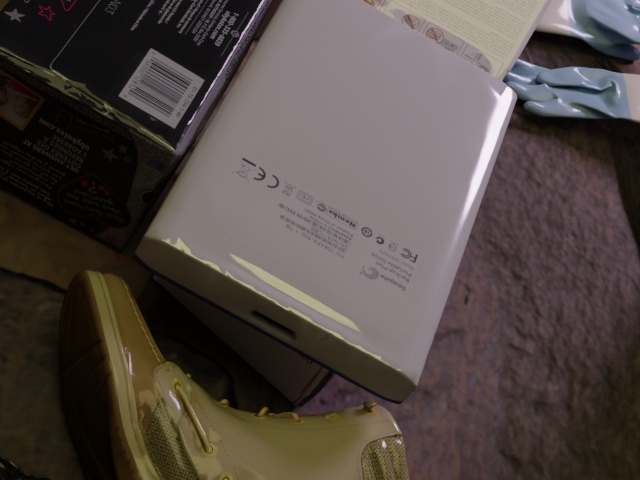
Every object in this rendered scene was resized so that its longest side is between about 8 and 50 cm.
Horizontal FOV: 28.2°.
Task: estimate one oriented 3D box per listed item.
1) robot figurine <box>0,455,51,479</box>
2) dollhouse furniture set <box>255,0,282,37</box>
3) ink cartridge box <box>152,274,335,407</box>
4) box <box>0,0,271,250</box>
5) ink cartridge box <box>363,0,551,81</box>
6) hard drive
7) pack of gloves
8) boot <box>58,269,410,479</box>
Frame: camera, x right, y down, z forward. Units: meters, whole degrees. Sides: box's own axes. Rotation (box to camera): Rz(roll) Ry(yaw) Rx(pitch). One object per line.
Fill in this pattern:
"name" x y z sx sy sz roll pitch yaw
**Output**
"robot figurine" -0.261 0.171 0.749 0.291 0.085 0.211 40 50 4
"dollhouse furniture set" -0.132 -0.391 1.058 0.394 0.362 0.256 30 39 -46
"ink cartridge box" 0.000 0.000 1.002 0.158 0.092 0.218 41 47 6
"box" -0.153 -0.144 0.996 0.163 0.142 0.247 30 50 -7
"ink cartridge box" 0.115 -0.229 1.257 0.189 0.066 0.232 30 71 3
"hard drive" 0.019 -0.054 0.963 0.210 0.040 0.319 29 49 -5
"pack of gloves" 0.280 -0.181 1.321 0.232 0.046 0.195 8 52 -9
"boot" -0.056 0.128 0.878 0.203 0.095 0.262 -11 64 -32
